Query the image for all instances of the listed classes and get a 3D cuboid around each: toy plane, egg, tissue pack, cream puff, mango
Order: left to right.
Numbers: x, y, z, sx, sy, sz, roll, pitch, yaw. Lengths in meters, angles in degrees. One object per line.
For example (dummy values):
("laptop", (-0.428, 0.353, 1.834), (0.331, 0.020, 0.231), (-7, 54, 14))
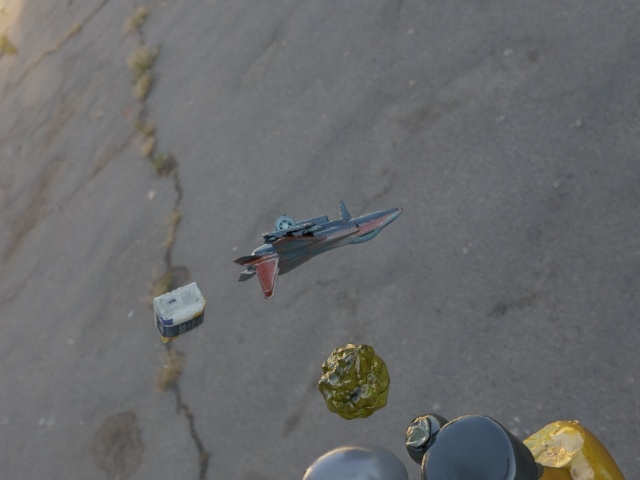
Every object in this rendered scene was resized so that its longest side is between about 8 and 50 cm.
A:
("tissue pack", (-0.181, 0.093, 1.058), (0.062, 0.083, 0.042), (-25, 71, -21))
("toy plane", (-0.004, -0.006, 1.497), (0.326, 0.223, 0.104), (-28, 75, -10))
("cream puff", (0.054, 0.253, 1.484), (0.146, 0.116, 0.146), (-5, 76, 22))
("egg", (0.062, 0.445, 1.511), (0.198, 0.146, 0.146), (-4, 46, 4))
("mango", (0.479, 0.448, 1.457), (0.138, 0.257, 0.187), (-39, 16, -9))

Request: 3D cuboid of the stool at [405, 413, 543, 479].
("stool", (0.231, 0.330, 1.207), (0.153, 0.139, 0.228), (-42, 42, 11))
